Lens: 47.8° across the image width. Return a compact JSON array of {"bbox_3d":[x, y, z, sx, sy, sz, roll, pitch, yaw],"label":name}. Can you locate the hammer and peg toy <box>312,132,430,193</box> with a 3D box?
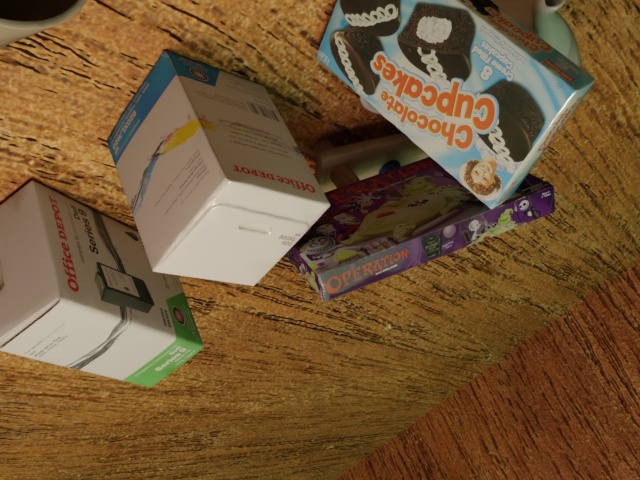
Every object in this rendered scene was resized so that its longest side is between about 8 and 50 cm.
[{"bbox_3d":[0.150,-0.087,1.233,0.361,0.127,0.266,-15,137,-20],"label":"hammer and peg toy"}]

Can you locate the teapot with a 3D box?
[{"bbox_3d":[0.207,-0.236,0.988,0.187,0.252,0.256,13,115,-40],"label":"teapot"}]

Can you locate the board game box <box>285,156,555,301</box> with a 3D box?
[{"bbox_3d":[0.118,-0.038,1.001,0.346,0.208,0.056,-20,116,-15],"label":"board game box"}]

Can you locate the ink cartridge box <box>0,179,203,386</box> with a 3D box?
[{"bbox_3d":[-0.325,0.072,1.036,0.121,0.211,0.289,-35,148,13],"label":"ink cartridge box"}]

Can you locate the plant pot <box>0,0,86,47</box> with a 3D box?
[{"bbox_3d":[-0.368,-0.231,0.563,0.274,0.256,0.256,-18,155,28],"label":"plant pot"}]

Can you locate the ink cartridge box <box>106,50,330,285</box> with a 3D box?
[{"bbox_3d":[-0.138,-0.087,0.929,0.171,0.233,0.168,11,131,-46],"label":"ink cartridge box"}]

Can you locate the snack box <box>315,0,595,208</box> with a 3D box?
[{"bbox_3d":[0.148,-0.212,0.886,0.060,0.322,0.187,-30,156,-41],"label":"snack box"}]
